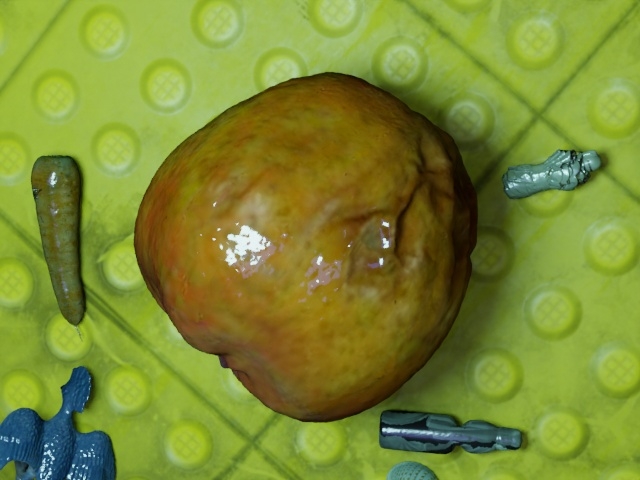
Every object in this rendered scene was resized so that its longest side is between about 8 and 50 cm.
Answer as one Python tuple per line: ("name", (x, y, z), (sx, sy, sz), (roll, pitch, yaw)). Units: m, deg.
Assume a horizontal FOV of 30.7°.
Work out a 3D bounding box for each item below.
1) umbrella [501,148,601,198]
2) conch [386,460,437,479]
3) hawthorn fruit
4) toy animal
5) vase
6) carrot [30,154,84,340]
("umbrella", (0.332, -0.097, 1.671), (0.143, 0.062, 0.067), (-17, 127, 21))
("conch", (0.139, 0.373, 1.754), (0.085, 0.056, 0.076), (20, 86, 7))
("hawthorn fruit", (0.000, 0.000, 1.561), (0.471, 0.472, 0.472), (1, 95, 10))
("toy animal", (-0.417, 0.329, 1.803), (0.176, 0.239, 0.256), (-42, 42, 38))
("vase", (0.194, 0.289, 1.731), (0.211, 0.060, 0.060), (3, 96, 11))
("carrot", (-0.401, 0.014, 1.816), (0.078, 0.078, 0.298), (-4, 99, 11))
